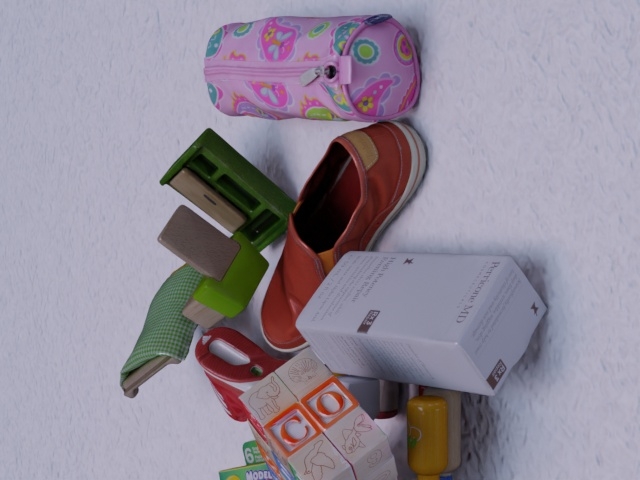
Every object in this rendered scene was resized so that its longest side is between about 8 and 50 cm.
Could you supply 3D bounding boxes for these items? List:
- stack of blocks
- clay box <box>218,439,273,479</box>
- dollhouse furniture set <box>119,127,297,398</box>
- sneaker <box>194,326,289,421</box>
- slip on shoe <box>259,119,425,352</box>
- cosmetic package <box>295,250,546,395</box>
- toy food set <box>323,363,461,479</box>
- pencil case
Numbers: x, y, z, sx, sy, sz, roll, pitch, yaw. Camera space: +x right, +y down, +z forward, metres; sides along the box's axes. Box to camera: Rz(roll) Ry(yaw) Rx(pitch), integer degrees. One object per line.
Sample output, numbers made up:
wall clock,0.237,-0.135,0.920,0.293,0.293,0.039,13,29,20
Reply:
stack of blocks,0.026,0.261,1.186,0.171,0.087,0.297,45,162,34
clay box,-0.062,0.357,1.458,0.127,0.053,0.222,-23,75,48
dollhouse furniture set,-0.191,0.037,1.458,0.301,0.151,0.197,-38,18,46
sneaker,-0.053,0.199,1.443,0.221,0.087,0.128,39,160,22
slip on shoe,0.000,0.000,1.332,0.123,0.101,0.331,55,132,31
cosmetic package,0.096,0.078,1.184,0.231,0.117,0.085,-1,135,48
toy food set,0.078,0.197,1.236,0.232,0.111,0.104,6,98,57
pencil case,-0.018,-0.194,1.330,0.284,0.124,0.124,12,101,51
